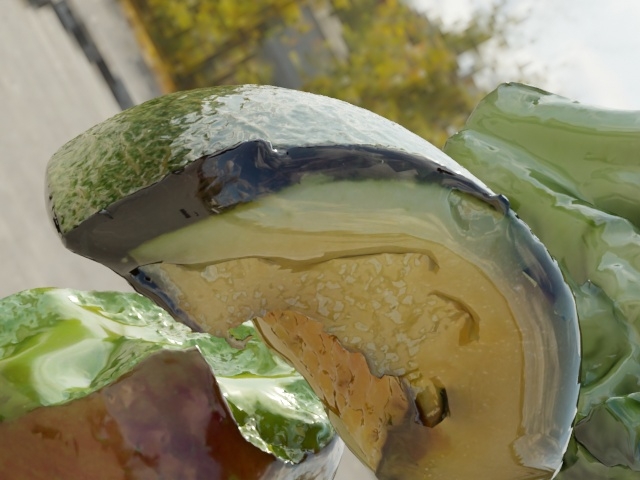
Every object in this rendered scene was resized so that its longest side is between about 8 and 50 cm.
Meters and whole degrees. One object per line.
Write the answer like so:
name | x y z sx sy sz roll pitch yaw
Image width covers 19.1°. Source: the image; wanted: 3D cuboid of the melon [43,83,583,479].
melon | 0.000 0.000 0.486 0.160 0.079 0.128 41 4 -38

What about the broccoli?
broccoli | 0.173 0.021 0.945 0.281 0.347 0.293 32 24 36

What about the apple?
apple | -0.122 0.127 1.091 0.226 0.246 0.246 29 -10 17
